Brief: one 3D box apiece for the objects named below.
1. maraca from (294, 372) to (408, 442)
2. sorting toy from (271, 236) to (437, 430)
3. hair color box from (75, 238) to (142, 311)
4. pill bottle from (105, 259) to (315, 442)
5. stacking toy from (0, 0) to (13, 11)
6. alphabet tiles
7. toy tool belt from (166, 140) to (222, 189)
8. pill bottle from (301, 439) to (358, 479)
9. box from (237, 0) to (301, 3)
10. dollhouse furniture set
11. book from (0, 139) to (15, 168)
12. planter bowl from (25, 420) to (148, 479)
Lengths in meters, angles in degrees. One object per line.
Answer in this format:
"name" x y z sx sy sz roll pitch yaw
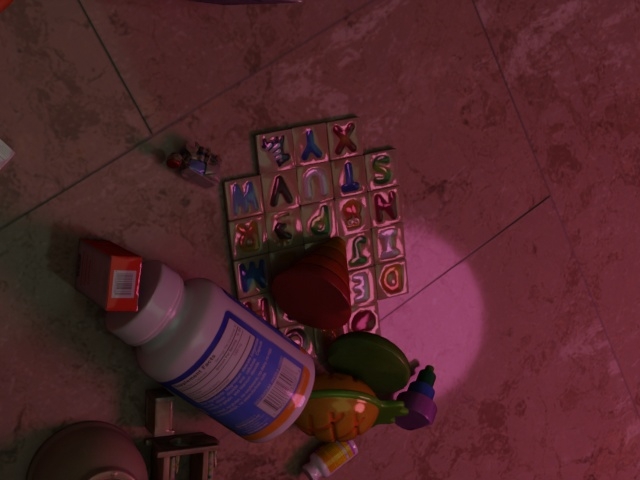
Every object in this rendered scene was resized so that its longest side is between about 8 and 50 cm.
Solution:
"maraca" 0.038 0.248 1.601 0.185 0.127 0.099 11 63 -23
"sorting toy" 0.075 0.127 1.615 0.365 0.127 0.126 51 46 -29
"hair color box" -0.271 0.043 1.382 0.043 0.141 0.072 3 98 -29
"pill bottle" -0.150 0.145 1.461 0.272 0.152 0.152 39 80 -27
"stacking toy" -0.517 -0.197 1.152 0.350 0.350 0.480 18 106 -30
"alphabet tiles" 0.000 0.000 1.596 0.285 0.011 0.342 -13 105 -26
"toy tool belt" -0.169 -0.108 1.469 0.083 0.052 0.051 29 54 -32
"pill bottle" 0.013 0.329 1.644 0.083 0.043 0.043 -35 114 -19
"box" -0.114 -0.426 1.330 0.126 0.231 0.262 2 98 -28
"dollhouse furniture set" -0.166 0.308 1.476 0.101 0.161 0.182 -2 101 -28
"book" -0.457 -0.087 1.322 0.096 0.035 0.144 46 77 -24
"planter bowl" -0.296 0.333 1.441 0.162 0.109 0.162 -6 102 -28
